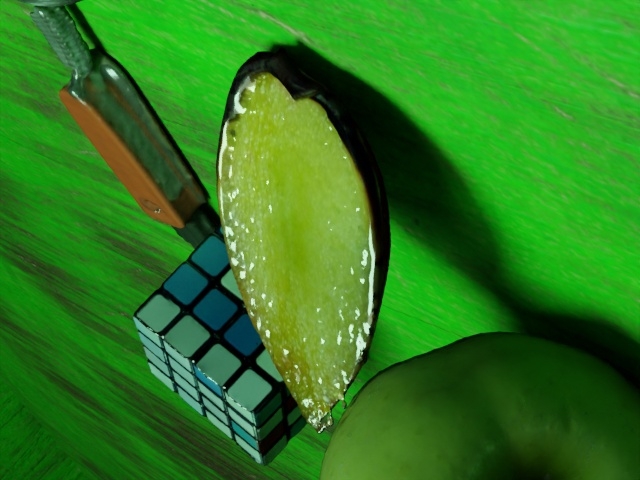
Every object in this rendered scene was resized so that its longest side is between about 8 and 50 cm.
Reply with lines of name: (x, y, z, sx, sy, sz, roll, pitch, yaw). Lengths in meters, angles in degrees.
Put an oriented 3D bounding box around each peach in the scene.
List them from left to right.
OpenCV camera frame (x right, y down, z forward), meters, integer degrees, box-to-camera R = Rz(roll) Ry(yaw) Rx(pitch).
peach: (0.003, -0.002, 1.188, 0.189, 0.068, 0.279, 9, 108, 57)

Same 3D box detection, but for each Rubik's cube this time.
Rubik's cube: (-0.062, 0.090, 1.524, 0.154, 0.151, 0.155, 38, 162, 19)

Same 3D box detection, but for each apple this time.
apple: (0.126, 0.189, 1.184, 0.279, 0.279, 0.279, 38, 161, 15)

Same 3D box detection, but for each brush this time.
brush: (-0.181, -0.097, 1.511, 0.070, 0.051, 0.323, 28, 156, 46)

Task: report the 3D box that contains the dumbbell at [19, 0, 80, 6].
dumbbell: (-0.193, -0.263, 1.104, 0.110, 0.110, 0.254, 34, 153, 27)
